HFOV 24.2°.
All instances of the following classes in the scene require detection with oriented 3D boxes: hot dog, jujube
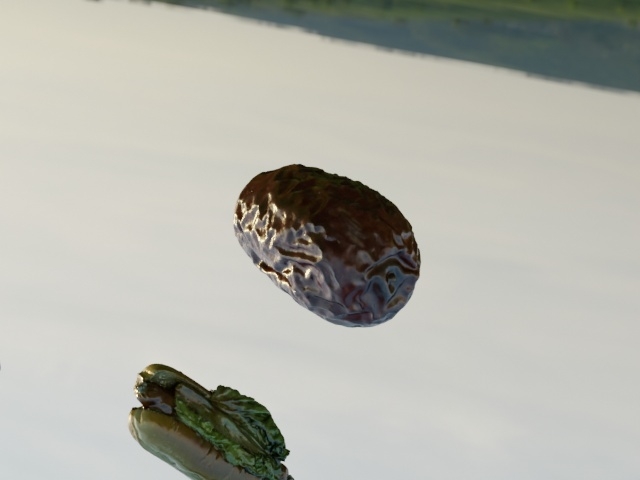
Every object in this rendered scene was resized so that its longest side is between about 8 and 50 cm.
[{"bbox_3d":[-0.060,0.110,0.850,0.041,0.056,0.133,-23,136,28],"label":"hot dog"},{"bbox_3d":[0.000,0.000,1.183,0.109,0.112,0.176,-1,-160,-42],"label":"jujube"}]
